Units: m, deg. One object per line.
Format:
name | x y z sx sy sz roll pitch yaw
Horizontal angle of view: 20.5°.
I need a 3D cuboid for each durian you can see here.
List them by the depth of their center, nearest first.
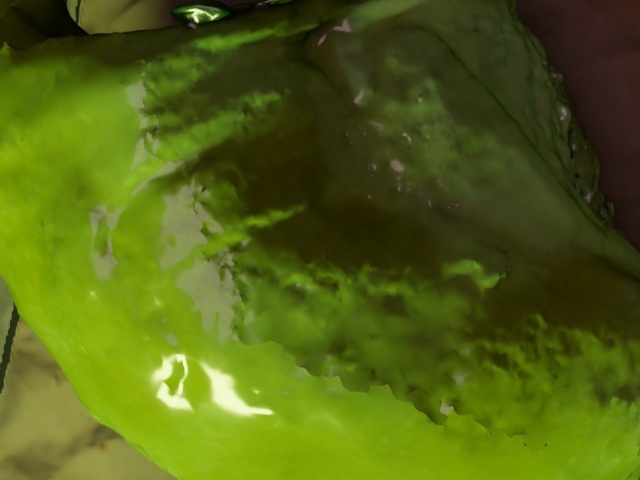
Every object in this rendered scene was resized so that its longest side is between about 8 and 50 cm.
durian | 0.000 0.000 0.761 0.256 0.204 0.340 -27 87 2
